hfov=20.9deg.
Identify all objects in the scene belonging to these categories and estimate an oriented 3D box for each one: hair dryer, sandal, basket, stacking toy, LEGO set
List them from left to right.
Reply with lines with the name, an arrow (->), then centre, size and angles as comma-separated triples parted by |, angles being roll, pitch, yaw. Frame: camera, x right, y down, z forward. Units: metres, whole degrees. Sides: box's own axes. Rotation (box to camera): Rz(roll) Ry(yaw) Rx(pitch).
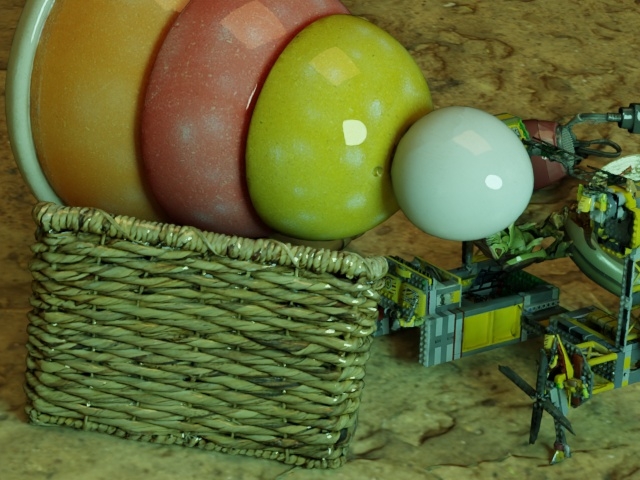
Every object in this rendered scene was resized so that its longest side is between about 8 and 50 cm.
basket -> -0.096, 0.038, 1.520 | 0.299, 0.223, 0.213 | 8, 30, 1
stacking toy -> -0.021, -0.107, 1.590 | 0.480, 0.351, 0.350 | 23, 32, 35
LEGO set -> 0.167, 0.023, 1.597 | 0.192, 0.255, 0.331 | -12, 33, -32
hair dryer -> 0.235, -0.084, 1.951 | 0.293, 0.080, 0.223 | -8, -9, -15
sandal -> 0.374, 0.039, 1.718 | 0.302, 0.086, 0.120 | 26, 23, -23

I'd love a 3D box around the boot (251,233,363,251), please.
boot -> 0.000, 0.000, 1.749 | 0.152, 0.073, 0.197 | -15, 34, -27

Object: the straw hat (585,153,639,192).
straw hat -> 0.356, -0.023, 1.901 | 0.144, 0.144, 0.061 | 13, -12, 7
